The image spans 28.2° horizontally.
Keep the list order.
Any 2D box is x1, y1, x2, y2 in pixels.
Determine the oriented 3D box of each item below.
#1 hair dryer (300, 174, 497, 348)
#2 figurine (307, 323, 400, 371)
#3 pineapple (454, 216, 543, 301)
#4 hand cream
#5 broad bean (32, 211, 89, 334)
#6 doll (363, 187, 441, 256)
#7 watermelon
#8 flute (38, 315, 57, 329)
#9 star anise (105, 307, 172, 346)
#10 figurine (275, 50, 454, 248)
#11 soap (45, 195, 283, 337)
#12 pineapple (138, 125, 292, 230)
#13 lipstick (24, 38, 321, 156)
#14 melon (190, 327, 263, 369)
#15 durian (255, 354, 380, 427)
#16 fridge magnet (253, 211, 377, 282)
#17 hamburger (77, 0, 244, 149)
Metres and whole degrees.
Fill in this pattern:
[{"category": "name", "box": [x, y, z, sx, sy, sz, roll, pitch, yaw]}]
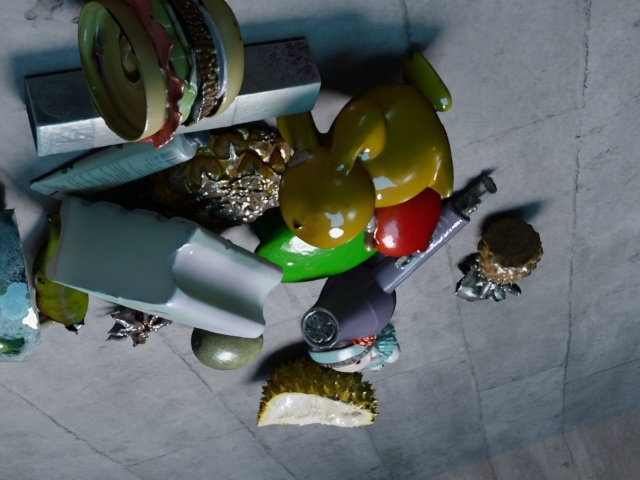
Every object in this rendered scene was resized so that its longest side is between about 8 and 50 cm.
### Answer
[{"category": "hair dryer", "box": [0.126, 0.025, 1.954, 0.361, 0.121, 0.301, -44, 174, 18]}, {"category": "figurine", "box": [0.071, 0.181, 2.291, 0.138, 0.110, 0.245, -28, 160, 18]}, {"category": "pineapple", "box": [0.298, 0.043, 2.155, 0.111, 0.119, 0.237, -58, 173, -20]}, {"category": "hand cream", "box": [-0.238, -0.093, 1.539, 0.234, 0.050, 0.080, -19, 159, 24]}, {"category": "broad bean", "box": [-0.357, 0.055, 1.753, 0.077, 0.061, 0.339, -19, 159, -17]}, {"category": "doll", "box": [0.108, -0.060, 1.744, 0.183, 0.085, 0.217, -56, 145, -11]}, {"category": "watermelon", "box": [-0.454, 0.079, 1.595, 0.188, 0.175, 0.322, -13, 155, -13]}, {"category": "flute", "box": [-0.487, 0.153, 1.924, 0.233, 0.027, 0.027, -24, 156, 12]}, {"category": "star anise", "box": [-0.284, 0.123, 1.958, 0.124, 0.056, 0.129, -37, 155, 14]}, {"category": "figurine", "box": [0.051, -0.100, 1.530, 0.228, 0.215, 0.215, -13, 156, -16]}, {"category": "soap", "box": [-0.191, 0.045, 1.677, 0.208, 0.115, 0.347, 13, 173, 23]}, {"category": "pineapple", "box": [-0.124, -0.069, 1.630, 0.225, 0.076, 0.225, -16, 159, -7]}, {"category": "lipstick", "box": [-0.161, -0.160, 1.410, 0.317, 0.066, 0.068, -11, 156, -16]}, {"category": "melon", "box": [-0.153, 0.164, 2.099, 0.131, 0.098, 0.098, -1, 152, -43]}, {"category": "durian", "box": [0.000, 0.279, 2.380, 0.250, 0.138, 0.183, 4, 138, 24]}, {"category": "fridge magnet", "box": [0.000, 0.000, 1.852, 0.208, 0.088, 0.208, -15, 156, -7]}, {"category": "hamburger", "box": [-0.148, -0.181, 1.257, 0.137, 0.175, 0.175, -20, 160, -27]}]
